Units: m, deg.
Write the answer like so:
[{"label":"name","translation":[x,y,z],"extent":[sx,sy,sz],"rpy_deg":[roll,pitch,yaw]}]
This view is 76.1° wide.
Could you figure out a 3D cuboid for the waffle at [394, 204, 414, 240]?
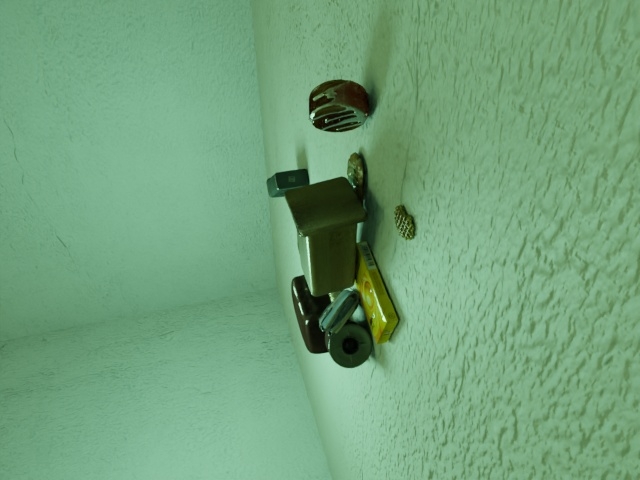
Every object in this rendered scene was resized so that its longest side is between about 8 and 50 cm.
[{"label":"waffle","translation":[0.193,-0.038,0.944],"extent":[0.085,0.016,0.078],"rpy_deg":[-123,22,-62]}]

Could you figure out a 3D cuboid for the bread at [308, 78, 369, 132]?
[{"label":"bread","translation":[0.046,-0.337,1.040],"extent":[0.160,0.160,0.073],"rpy_deg":[130,142,-74]}]

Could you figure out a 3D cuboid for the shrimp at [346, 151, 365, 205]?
[{"label":"shrimp","translation":[0.104,-0.161,1.182],"extent":[0.091,0.043,0.184],"rpy_deg":[-145,48,-68]}]

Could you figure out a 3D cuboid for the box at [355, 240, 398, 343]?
[{"label":"box","translation":[0.151,0.153,1.212],"extent":[0.152,0.043,0.269],"rpy_deg":[95,162,-53]}]

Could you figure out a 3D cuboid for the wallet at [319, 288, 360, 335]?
[{"label":"wallet","translation":[0.065,0.237,1.370],"extent":[0.069,0.170,0.231],"rpy_deg":[41,177,1]}]

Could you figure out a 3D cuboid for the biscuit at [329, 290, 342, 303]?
[{"label":"biscuit","translation":[0.057,0.208,1.626],"extent":[0.055,0.061,0.219],"rpy_deg":[-44,46,29]}]

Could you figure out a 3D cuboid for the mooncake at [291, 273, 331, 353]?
[{"label":"mooncake","translation":[-0.014,0.295,1.732],"extent":[0.326,0.174,0.334],"rpy_deg":[-128,29,-69]}]

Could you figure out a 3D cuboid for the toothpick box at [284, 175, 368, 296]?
[{"label":"toothpick box","translation":[0.017,0.003,1.208],"extent":[0.308,0.190,0.187],"rpy_deg":[86,164,-45]}]

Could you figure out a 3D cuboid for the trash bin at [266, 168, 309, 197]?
[{"label":"trash bin","translation":[-0.159,-0.274,1.957],"extent":[0.236,0.176,0.101],"rpy_deg":[171,90,-73]}]

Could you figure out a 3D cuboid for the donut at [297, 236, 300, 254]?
[{"label":"donut","translation":[0.000,0.000,1.553],"extent":[0.272,0.107,0.272],"rpy_deg":[32,126,58]}]

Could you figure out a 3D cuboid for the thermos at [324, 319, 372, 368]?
[{"label":"thermos","translation":[0.087,0.358,1.460],"extent":[0.176,0.146,0.265],"rpy_deg":[55,172,-2]}]
